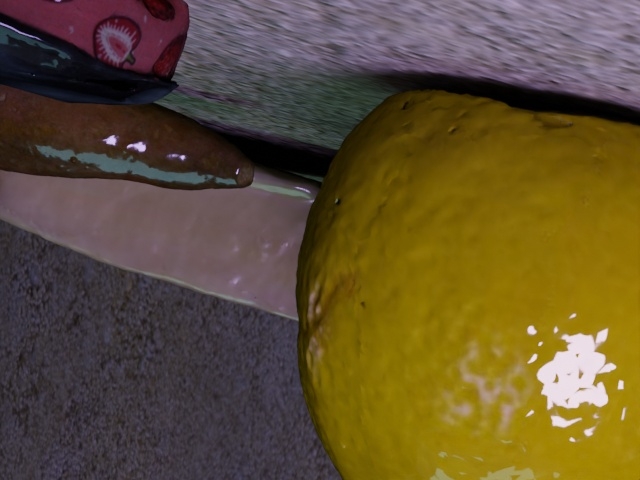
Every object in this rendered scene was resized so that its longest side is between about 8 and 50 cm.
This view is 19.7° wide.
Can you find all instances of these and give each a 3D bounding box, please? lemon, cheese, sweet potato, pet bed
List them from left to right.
[{"bbox_3d":[-0.147,-0.092,0.717,0.201,0.053,0.201,12,177,1],"label":"pet bed"},{"bbox_3d":[-0.154,-0.074,1.133,0.244,0.077,0.077,5,176,15],"label":"sweet potato"},{"bbox_3d":[-0.103,-0.024,1.418,0.384,0.104,0.384,17,-179,0],"label":"cheese"},{"bbox_3d":[0.101,0.053,0.827,0.240,0.219,0.240,11,-178,0],"label":"lemon"}]
